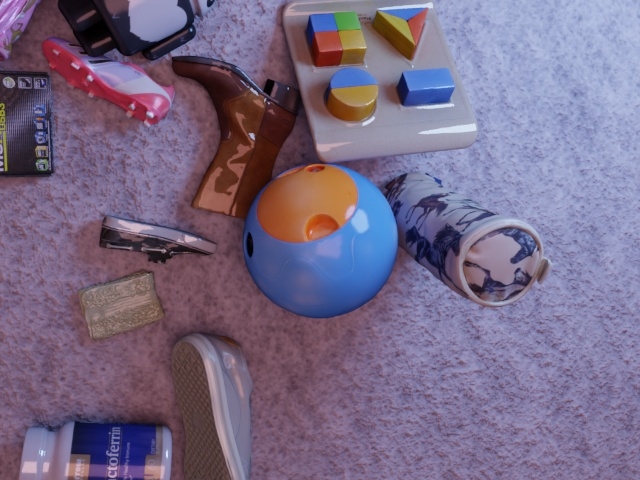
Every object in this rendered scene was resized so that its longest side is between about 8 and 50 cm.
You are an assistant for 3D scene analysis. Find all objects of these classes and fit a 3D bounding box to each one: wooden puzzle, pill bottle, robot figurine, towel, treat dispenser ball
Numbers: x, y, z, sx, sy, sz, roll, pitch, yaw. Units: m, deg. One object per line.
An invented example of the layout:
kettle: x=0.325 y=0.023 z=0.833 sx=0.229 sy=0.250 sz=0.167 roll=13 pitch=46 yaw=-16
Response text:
wooden puzzle: x=0.114 y=-0.328 z=1.514 sx=0.322 sy=0.080 sz=0.348 roll=-7 pitch=68 yaw=-14
pill bottle: x=-0.418 y=0.417 z=1.494 sx=0.265 sy=0.153 sz=0.153 roll=6 pitch=95 yaw=-15
robot figurine: x=-0.315 y=-0.435 z=1.413 sx=0.278 sy=0.209 sz=0.173 roll=-31 pitch=90 yaw=-9
towel: x=-0.382 y=0.126 z=1.535 sx=0.148 sy=0.027 sz=0.110 roll=-17 pitch=101 yaw=-12
treat dispenser ball: x=0.000 y=0.000 z=1.483 sx=0.288 sy=0.288 sz=0.288 roll=-2 pitch=97 yaw=-14

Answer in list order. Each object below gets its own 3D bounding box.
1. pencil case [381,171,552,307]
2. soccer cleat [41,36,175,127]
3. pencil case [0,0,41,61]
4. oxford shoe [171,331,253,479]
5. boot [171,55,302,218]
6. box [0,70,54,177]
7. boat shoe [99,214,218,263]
pencil case: x=0.249 y=-0.012 z=1.484 sx=0.183 sy=0.410 sz=0.160 roll=0 pitch=107 yaw=-18
soccer cleat: x=-0.387 y=-0.304 z=1.470 sx=0.248 sy=0.083 sz=0.095 roll=31 pitch=59 yaw=-11
pencil case: x=-0.494 y=-0.481 z=1.338 sx=0.160 sy=0.167 sz=0.386 roll=34 pitch=77 yaw=-10
oxford shoe: x=-0.188 y=0.387 z=1.560 sx=0.130 sy=0.169 sz=0.449 roll=-16 pitch=104 yaw=-48
boot: x=-0.194 y=-0.196 z=1.535 sx=0.264 sy=0.096 sz=0.280 roll=17 pitch=99 yaw=-23
box: x=-0.575 y=-0.206 z=1.420 sx=0.184 sy=0.045 sz=0.190 roll=-3 pitch=97 yaw=-31
boat shoe: x=-0.308 y=0.007 z=1.520 sx=0.219 sy=0.078 sz=0.070 roll=12 pitch=92 yaw=-7
